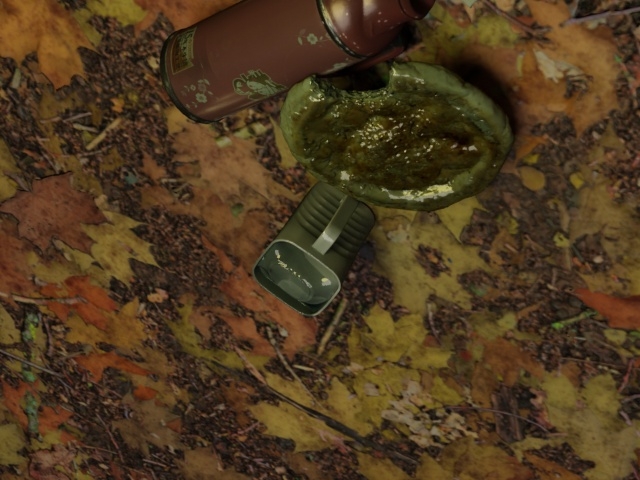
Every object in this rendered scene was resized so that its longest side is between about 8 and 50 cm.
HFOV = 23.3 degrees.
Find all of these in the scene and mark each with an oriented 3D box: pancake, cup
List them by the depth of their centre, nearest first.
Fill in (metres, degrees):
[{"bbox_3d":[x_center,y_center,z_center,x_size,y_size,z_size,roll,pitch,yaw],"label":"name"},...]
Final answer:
[{"bbox_3d":[0.082,-0.106,1.640,0.254,0.037,0.253,6,147,4],"label":"pancake"},{"bbox_3d":[0.000,0.000,1.776,0.095,0.129,0.128,35,137,-3],"label":"cup"}]

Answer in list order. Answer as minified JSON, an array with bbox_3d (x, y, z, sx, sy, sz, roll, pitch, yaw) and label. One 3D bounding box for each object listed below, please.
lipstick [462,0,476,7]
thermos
[{"bbox_3d":[0.074,-0.334,1.466,0.253,0.077,0.079,39,137,-6],"label":"lipstick"},{"bbox_3d":[-0.009,-0.209,1.605,0.330,0.109,0.136,-18,117,40],"label":"thermos"}]
